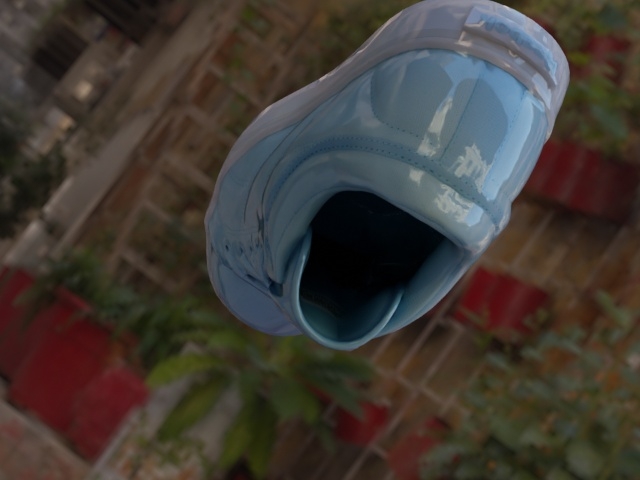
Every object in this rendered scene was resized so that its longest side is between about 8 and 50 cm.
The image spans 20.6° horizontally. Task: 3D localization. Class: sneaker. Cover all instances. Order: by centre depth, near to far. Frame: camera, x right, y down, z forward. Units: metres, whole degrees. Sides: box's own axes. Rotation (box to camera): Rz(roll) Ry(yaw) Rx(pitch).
[{"bbox_3d":[0.000,0.000,0.997,0.135,0.150,0.366,32,-30,-6],"label":"sneaker"}]
